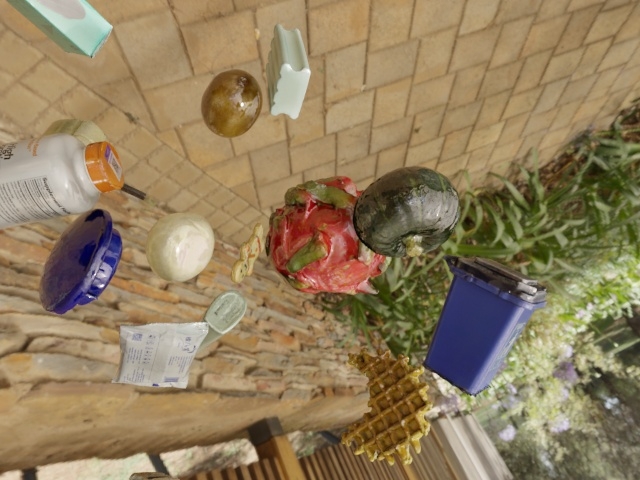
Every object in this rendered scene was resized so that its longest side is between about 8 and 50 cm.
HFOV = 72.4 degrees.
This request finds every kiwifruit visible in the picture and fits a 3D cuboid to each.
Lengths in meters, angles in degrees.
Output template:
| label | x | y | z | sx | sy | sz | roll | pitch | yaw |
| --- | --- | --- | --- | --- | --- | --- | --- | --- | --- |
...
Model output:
| label | x | y | z | sx | sy | sz | roll | pitch | yaw |
| --- | --- | --- | --- | --- | --- | --- | --- | --- | --- |
| kiwifruit | -0.286 | -0.447 | 1.423 | 0.195 | 0.196 | 0.234 | -6 | 160 | -35 |

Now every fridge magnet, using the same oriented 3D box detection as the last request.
| label | x | y | z | sx | sy | sz | roll | pitch | yaw |
| --- | --- | --- | --- | --- | --- | --- | --- | --- | --- |
| fridge magnet | -0.566 | 0.048 | 1.033 | 0.265 | 0.266 | 0.112 | -38 | 138 | 19 |

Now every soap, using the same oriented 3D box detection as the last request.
| label | x | y | z | sx | sy | sz | roll | pitch | yaw |
| --- | --- | --- | --- | --- | --- | --- | --- | --- | --- |
| soap | -0.102 | -0.505 | 1.301 | 0.087 | 0.266 | 0.160 | 6 | 135 | -18 |

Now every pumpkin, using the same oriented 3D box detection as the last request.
| label | x | y | z | sx | sy | sz | roll | pitch | yaw |
| --- | --- | --- | --- | --- | --- | --- | --- | --- | --- |
| pumpkin | 0.135 | -0.039 | 0.675 | 0.167 | 0.125 | 0.167 | -19 | 140 | -17 |

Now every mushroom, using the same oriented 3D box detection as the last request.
| label | x | y | z | sx | sy | sz | roll | pitch | yaw |
| --- | --- | --- | --- | --- | --- | --- | --- | --- | --- |
| mushroom | -0.478 | 0.011 | 1.454 | 0.246 | 0.202 | 0.246 | -46 | 153 | -32 |

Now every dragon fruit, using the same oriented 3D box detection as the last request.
| label | x | y | z | sx | sy | sz | roll | pitch | yaw |
| --- | --- | --- | --- | --- | --- | --- | --- | --- | --- |
| dragon fruit | 0.023 | -0.009 | 0.882 | 0.231 | 0.237 | 0.302 | 8 | 159 | -35 |

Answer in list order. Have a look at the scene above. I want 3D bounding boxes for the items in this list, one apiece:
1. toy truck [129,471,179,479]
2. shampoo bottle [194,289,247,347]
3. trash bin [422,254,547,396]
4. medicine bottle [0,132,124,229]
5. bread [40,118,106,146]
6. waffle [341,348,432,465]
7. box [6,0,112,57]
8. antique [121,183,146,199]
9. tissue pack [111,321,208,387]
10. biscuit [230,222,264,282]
| label | x | y | z | sx | sy | sz | roll | pitch | yaw |
| --- | --- | --- | --- | --- | --- | --- | --- | --- | --- |
| toy truck | -0.378 | 0.658 | 0.963 | 0.140 | 0.257 | 0.108 | -14 | 149 | 33 |
| shampoo bottle | -0.292 | 0.231 | 1.142 | 0.134 | 0.078 | 0.359 | -52 | -174 | -32 |
| trash bin | 0.299 | 0.155 | 0.845 | 0.162 | 0.184 | 0.235 | 7 | 108 | -52 |
| medicine bottle | -0.544 | -0.117 | 0.846 | 0.288 | 0.157 | 0.157 | -12 | 151 | -3 |
| bread | -0.656 | -0.232 | 1.144 | 0.148 | 0.141 | 0.134 | -5 | 132 | 5 |
| waffle | 0.180 | 0.443 | 1.182 | 0.259 | 0.293 | 0.069 | -1 | 167 | 35 |
| box | -0.749 | -0.655 | 1.173 | 0.118 | 0.205 | 0.311 | -56 | 142 | -8 |
| antique | -0.637 | -0.177 | 1.360 | 0.191 | 0.015 | 0.031 | 27 | 147 | -14 |
| tissue pack | -0.253 | 0.182 | 0.680 | 0.122 | 0.026 | 0.193 | 10 | 134 | -22 |
| biscuit | -0.253 | 0.057 | 1.547 | 0.030 | 0.234 | 0.153 | 12 | 133 | 14 |
